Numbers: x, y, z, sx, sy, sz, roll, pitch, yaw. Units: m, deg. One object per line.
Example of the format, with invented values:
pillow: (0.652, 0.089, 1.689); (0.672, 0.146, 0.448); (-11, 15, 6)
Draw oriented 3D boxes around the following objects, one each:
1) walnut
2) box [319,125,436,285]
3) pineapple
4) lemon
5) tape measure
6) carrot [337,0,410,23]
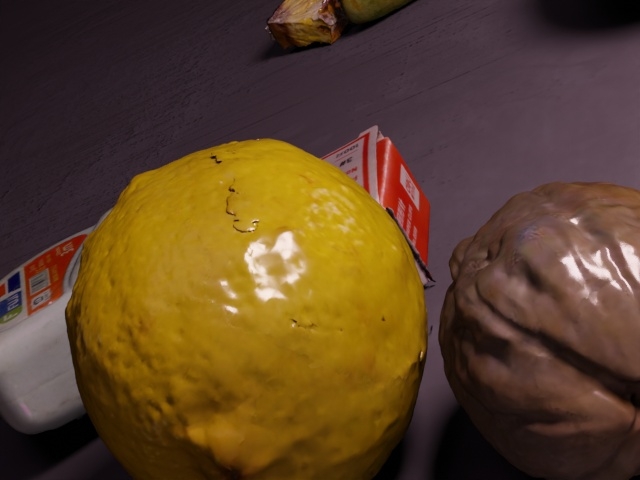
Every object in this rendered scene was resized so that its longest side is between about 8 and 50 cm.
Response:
walnut: (0.152, 0.049, 0.793); (0.178, 0.178, 0.230); (-34, 15, -1)
box: (0.000, 0.000, 1.131); (0.182, 0.099, 0.133); (-24, 28, 20)
pineapple: (-0.017, -0.297, 1.724); (0.116, 0.069, 0.137); (-30, 27, 5)
lemon: (-0.048, 0.061, 0.904); (0.260, 0.261, 0.284); (-30, 5, 7)
tape measure: (-0.215, 0.073, 1.229); (0.246, 0.125, 0.243); (-32, 18, -4)
carrot: (0.183, -0.380, 1.643); (0.358, 0.074, 0.074); (-29, 25, 4)
